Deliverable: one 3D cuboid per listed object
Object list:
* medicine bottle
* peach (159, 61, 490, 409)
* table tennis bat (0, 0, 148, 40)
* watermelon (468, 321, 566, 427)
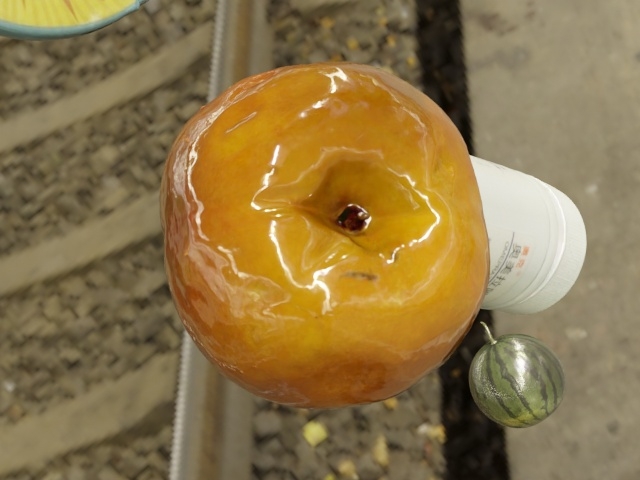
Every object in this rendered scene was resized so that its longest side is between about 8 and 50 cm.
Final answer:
[{"bbox_3d":[0.184,-0.013,1.992,0.190,0.332,0.190,-9,76,39],"label":"medicine bottle"},{"bbox_3d":[0.000,0.000,1.516,0.343,0.343,0.301,-52,9,-23],"label":"peach"},{"bbox_3d":[-0.075,-0.111,0.486,0.019,0.155,0.100,-14,81,49],"label":"table tennis bat"},{"bbox_3d":[0.213,0.147,1.736,0.105,0.133,0.105,-34,10,7],"label":"watermelon"}]
